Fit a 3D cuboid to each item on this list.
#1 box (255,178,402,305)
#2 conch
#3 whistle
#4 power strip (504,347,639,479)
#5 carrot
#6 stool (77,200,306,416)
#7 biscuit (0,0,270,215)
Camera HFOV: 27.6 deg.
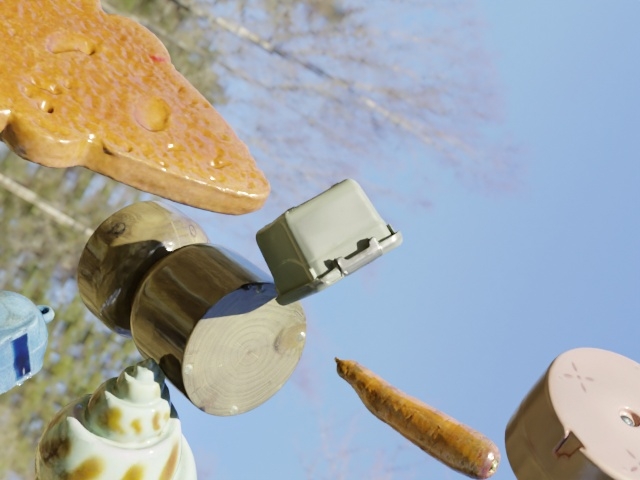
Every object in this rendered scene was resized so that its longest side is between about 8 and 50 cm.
[{"bbox_3d":[0.000,0.000,1.430,0.124,0.093,0.172,-30,-179,-20],"label":"box"},{"bbox_3d":[-0.257,0.308,1.584,0.249,0.197,0.368,-50,138,-57],"label":"conch"},{"bbox_3d":[-0.295,0.093,1.150,0.158,0.090,0.090,-31,173,-46],"label":"whistle"},{"bbox_3d":[0.230,0.163,1.040,0.154,0.154,0.078,-85,-161,-53],"label":"power strip"},{"bbox_3d":[0.112,0.214,1.580,0.059,0.248,0.059,-42,149,-32],"label":"carrot"},{"bbox_3d":[-0.162,0.080,1.616,0.264,0.179,0.179,33,-88,44],"label":"stool"},{"bbox_3d":[-0.152,-0.099,0.792,0.043,0.280,0.183,-51,-173,38],"label":"biscuit"}]
